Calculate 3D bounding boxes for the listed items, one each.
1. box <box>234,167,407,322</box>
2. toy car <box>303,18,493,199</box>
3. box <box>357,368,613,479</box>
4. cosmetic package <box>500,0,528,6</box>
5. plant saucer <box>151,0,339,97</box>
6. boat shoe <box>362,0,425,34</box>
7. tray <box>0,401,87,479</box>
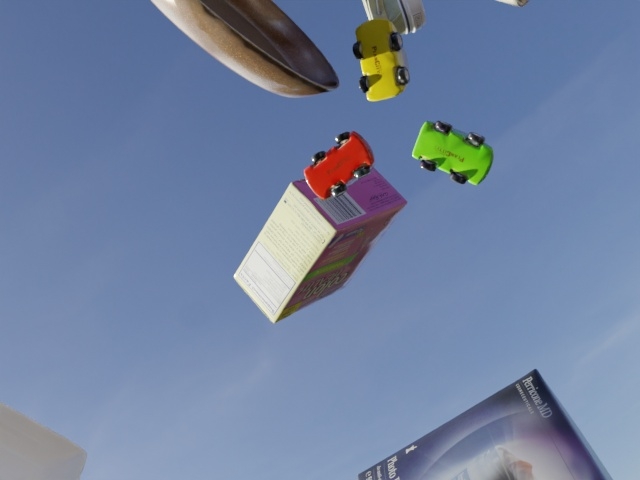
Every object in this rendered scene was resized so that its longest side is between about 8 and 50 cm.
[{"bbox_3d":[0.000,0.000,1.361,0.213,0.117,0.243,-22,-26,-49],"label":"box"},{"bbox_3d":[0.112,-0.132,0.963,0.053,0.225,0.239,-19,-48,-63],"label":"toy car"},{"bbox_3d":[0.217,0.352,0.931,0.294,0.296,0.183,-33,-74,8],"label":"box"},{"bbox_3d":[0.039,-0.278,0.497,0.160,0.309,0.113,-53,-42,1],"label":"cosmetic package"},{"bbox_3d":[-0.109,-0.264,0.892,0.050,0.310,0.310,-47,-35,18],"label":"plant saucer"},{"bbox_3d":[0.088,-0.486,1.348,0.094,0.302,0.109,-20,-21,-2],"label":"boat shoe"},{"bbox_3d":[-0.332,0.169,0.629,0.270,0.145,0.030,35,-65,-17],"label":"tray"}]
